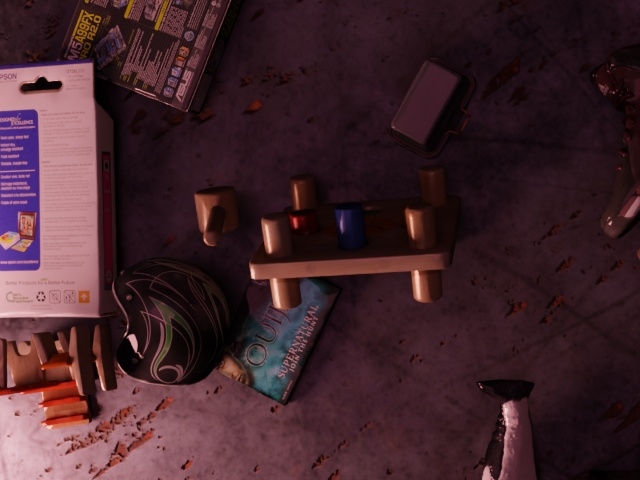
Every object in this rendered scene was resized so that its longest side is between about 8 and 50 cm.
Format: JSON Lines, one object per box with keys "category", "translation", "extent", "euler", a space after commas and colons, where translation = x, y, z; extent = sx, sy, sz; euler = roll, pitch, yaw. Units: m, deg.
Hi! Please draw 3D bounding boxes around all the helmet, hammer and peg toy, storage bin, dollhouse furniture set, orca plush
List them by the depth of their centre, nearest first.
{"category": "hammer and peg toy", "translation": [0.000, 0.000, 1.599], "extent": [0.361, 0.266, 0.127], "euler": [-4, 108, 10]}
{"category": "orca plush", "translation": [0.226, 0.332, 1.637], "extent": [0.102, 0.151, 0.287], "euler": [-7, 92, 42]}
{"category": "storage bin", "translation": [0.153, -0.181, 1.654], "extent": [0.098, 0.091, 0.135], "euler": [30, 96, 10]}
{"category": "dollhouse furniture set", "translation": [-0.404, 0.203, 1.677], "extent": [0.262, 0.259, 0.135], "euler": [-10, 85, 11]}
{"category": "helmet", "translation": [-0.210, 0.106, 1.691], "extent": [0.169, 0.169, 0.161], "euler": [15, 107, 11]}

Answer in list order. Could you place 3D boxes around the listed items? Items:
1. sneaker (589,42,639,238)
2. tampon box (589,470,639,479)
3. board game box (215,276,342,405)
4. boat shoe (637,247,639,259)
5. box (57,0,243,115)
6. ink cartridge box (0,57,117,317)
{"category": "sneaker", "translation": [0.409, -0.150, 1.608], "extent": [0.162, 0.106, 0.281], "euler": [32, 86, 14]}
{"category": "tampon box", "translation": [0.403, 0.370, 1.569], "extent": [0.101, 0.161, 0.120], "euler": [-3, 89, 11]}
{"category": "board game box", "translation": [-0.064, 0.125, 1.729], "extent": [0.126, 0.026, 0.186], "euler": [26, 95, 10]}
{"category": "boat shoe", "translation": [0.486, 0.115, 1.597], "extent": [0.095, 0.095, 0.257], "euler": [-19, 80, 24]}
{"category": "box", "translation": [-0.230, -0.343, 1.745], "extent": [0.216, 0.060, 0.270], "euler": [22, 94, 11]}
{"category": "ink cartridge box", "translation": [-0.389, -0.072, 1.765], "extent": [0.176, 0.069, 0.370], "euler": [-1, 92, 19]}
